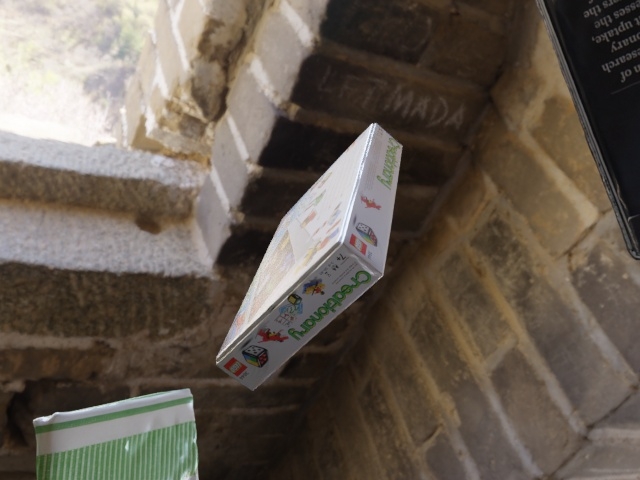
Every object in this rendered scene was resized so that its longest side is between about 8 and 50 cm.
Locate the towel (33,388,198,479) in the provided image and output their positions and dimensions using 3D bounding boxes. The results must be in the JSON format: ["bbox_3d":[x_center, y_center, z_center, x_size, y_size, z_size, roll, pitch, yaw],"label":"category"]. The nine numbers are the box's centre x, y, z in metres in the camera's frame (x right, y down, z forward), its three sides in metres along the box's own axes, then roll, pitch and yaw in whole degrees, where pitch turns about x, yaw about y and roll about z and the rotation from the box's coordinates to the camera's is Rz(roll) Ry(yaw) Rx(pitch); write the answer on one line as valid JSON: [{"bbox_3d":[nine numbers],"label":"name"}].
[{"bbox_3d":[-0.251,0.376,0.823,0.248,0.038,0.324,4,75,-53],"label":"towel"}]

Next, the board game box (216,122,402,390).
[{"bbox_3d":[0.000,0.000,0.687,0.053,0.193,0.305,39,29,-12],"label":"board game box"}]

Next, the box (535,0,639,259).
[{"bbox_3d":[0.472,-0.274,0.720,0.480,0.298,0.471,-17,88,-51],"label":"box"}]
